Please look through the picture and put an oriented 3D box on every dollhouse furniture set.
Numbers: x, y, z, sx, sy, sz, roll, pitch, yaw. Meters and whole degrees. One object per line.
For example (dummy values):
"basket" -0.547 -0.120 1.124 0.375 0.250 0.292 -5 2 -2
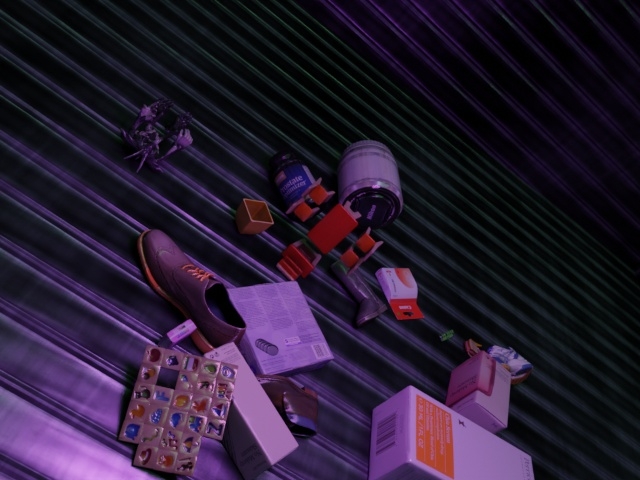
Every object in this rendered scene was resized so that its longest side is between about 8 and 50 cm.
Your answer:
"dollhouse furniture set" 0.000 0.000 1.817 0.262 0.259 0.135 46 32 1

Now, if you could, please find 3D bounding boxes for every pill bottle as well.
"pill bottle" -0.079 -0.179 2.037 0.123 0.123 0.219 -4 58 -48

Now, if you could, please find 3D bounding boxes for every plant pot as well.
"plant pot" -0.199 -0.060 1.825 0.081 0.083 0.081 7 50 -43

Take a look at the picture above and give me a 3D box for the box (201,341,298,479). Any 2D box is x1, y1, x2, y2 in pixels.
"box" -0.177 0.372 1.391 0.094 0.113 0.275 -17 67 -52

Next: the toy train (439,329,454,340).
"toy train" 0.428 0.322 2.148 0.083 0.017 0.024 -11 73 -50

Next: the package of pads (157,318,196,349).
"package of pads" -0.326 0.216 1.445 0.032 0.050 0.083 51 35 4

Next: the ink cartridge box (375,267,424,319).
"ink cartridge box" 0.274 0.174 2.115 0.145 0.045 0.179 4 50 -43

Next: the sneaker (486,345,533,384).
"sneaker" 0.588 0.423 2.158 0.296 0.112 0.131 9 31 -42

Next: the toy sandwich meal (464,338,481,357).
"toy sandwich meal" 0.530 0.373 2.188 0.085 0.029 0.085 27 39 -24

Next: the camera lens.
"camera lens" 0.168 -0.191 2.218 0.219 0.219 0.274 26 39 -25

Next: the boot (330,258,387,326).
"boot" 0.104 0.151 1.935 0.208 0.076 0.189 58 22 5

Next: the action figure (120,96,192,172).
"action figure" -0.451 -0.304 1.767 0.164 0.141 0.276 43 32 -24

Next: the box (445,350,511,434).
"box" 0.475 0.475 1.925 0.127 0.148 0.232 40 35 -7

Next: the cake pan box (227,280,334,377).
"cake pan box" -0.111 0.229 1.641 0.267 0.070 0.246 -4 60 -48

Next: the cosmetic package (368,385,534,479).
"cosmetic package" 0.351 0.599 1.663 0.453 0.161 0.230 33 37 -19

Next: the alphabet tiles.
"alphabet tiles" -0.288 0.346 1.291 0.198 0.009 0.237 15 62 -9

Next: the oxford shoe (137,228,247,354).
"oxford shoe" -0.298 0.100 1.518 0.364 0.133 0.130 51 36 8

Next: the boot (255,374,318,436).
"boot" -0.088 0.388 1.492 0.219 0.082 0.106 24 38 -31
